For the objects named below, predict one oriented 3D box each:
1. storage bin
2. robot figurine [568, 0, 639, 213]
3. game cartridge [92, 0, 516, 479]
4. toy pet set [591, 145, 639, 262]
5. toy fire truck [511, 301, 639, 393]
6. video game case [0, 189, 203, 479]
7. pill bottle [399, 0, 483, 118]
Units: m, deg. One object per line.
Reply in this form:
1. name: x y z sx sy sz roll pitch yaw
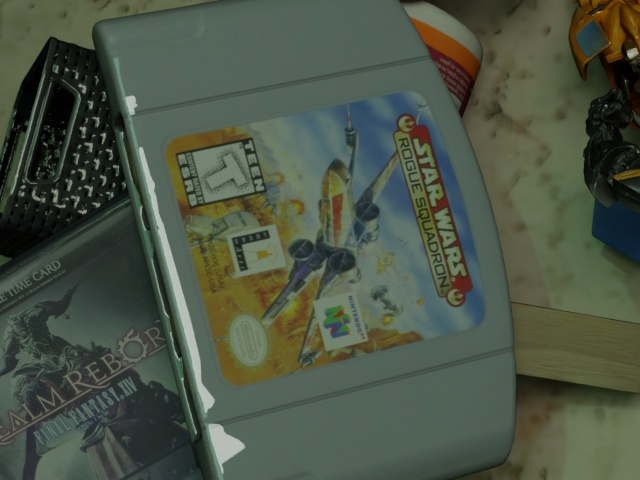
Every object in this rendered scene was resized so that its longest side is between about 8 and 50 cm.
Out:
1. storage bin: -0.160 -0.048 0.986 0.084 0.180 0.122 17 80 -16
2. robot figurine: 0.234 -0.109 0.861 0.211 0.291 0.085 -21 115 9
3. game cartridge: 0.000 0.000 0.862 0.198 0.062 0.297 -14 82 -12
4. toy pet set: 0.220 -0.008 0.915 0.114 0.122 0.065 33 92 36
5. toy fire truck: 0.212 0.132 0.880 0.246 0.158 0.217 12 74 38
6. video game case: -0.118 0.127 0.934 0.196 0.026 0.274 -30 111 7
7. pill bottle: 0.014 -0.043 0.974 0.121 0.121 0.221 18 83 19
